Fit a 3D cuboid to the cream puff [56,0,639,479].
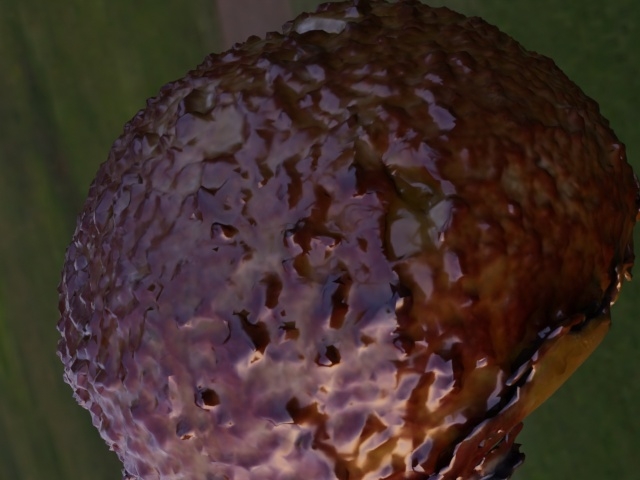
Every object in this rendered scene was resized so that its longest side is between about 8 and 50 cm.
[{"bbox_3d":[-0.004,0.003,0.993,0.228,0.350,0.350,46,166,-13],"label":"cream puff"}]
